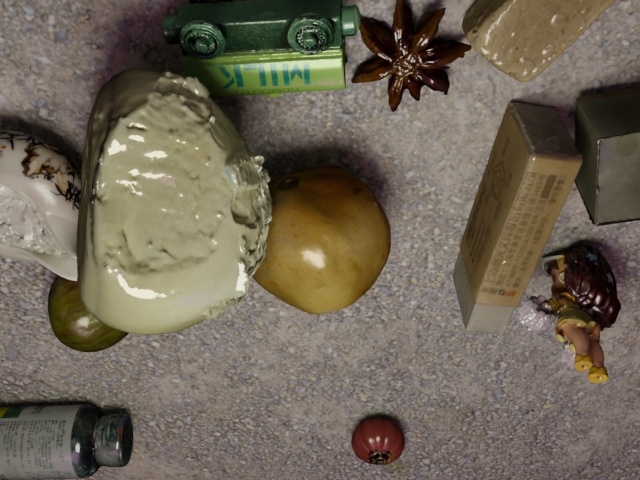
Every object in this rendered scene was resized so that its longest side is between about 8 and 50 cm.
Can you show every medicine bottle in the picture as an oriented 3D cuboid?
[{"bbox_3d":[-0.520,0.393,1.474,0.293,0.141,0.141,-1,129,2],"label":"medicine bottle"}]

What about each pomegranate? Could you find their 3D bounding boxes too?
[{"bbox_3d":[-0.004,-0.005,1.109,0.233,0.233,0.233,0,129,0],"label":"pomegranate"}]

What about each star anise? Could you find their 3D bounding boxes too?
[{"bbox_3d":[0.115,-0.245,1.013,0.168,0.057,0.168,-1,129,-1],"label":"star anise"}]

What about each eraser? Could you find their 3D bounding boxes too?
[{"bbox_3d":[0.282,-0.024,1.137,0.078,0.144,0.343,6,130,-6],"label":"eraser"}]

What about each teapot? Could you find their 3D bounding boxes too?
[{"bbox_3d":[-0.462,-0.062,1.101,0.299,0.166,0.208,25,138,-25],"label":"teapot"}]

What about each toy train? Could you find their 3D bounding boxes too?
[{"bbox_3d":[-0.071,-0.250,0.990,0.253,0.105,0.157,-3,142,5],"label":"toy train"}]

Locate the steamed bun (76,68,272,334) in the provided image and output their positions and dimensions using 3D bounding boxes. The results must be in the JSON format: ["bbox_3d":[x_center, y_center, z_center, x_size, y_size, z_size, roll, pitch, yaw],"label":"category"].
[{"bbox_3d":[-0.197,-0.048,1.005,0.233,0.312,0.334,6,97,-20],"label":"steamed bun"}]

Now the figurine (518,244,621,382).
[{"bbox_3d":[0.405,0.112,1.188,0.115,0.240,0.174,-22,127,41],"label":"figurine"}]

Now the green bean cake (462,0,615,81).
[{"bbox_3d":[0.277,-0.297,0.953,0.109,0.085,0.179,32,121,-24],"label":"green bean cake"}]

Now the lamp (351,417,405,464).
[{"bbox_3d":[0.115,0.402,1.511,0.107,0.092,0.107,-1,129,-1],"label":"lamp"}]

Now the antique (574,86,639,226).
[{"bbox_3d":[0.437,-0.123,1.052,0.146,0.148,0.152,-9,128,6],"label":"antique"}]

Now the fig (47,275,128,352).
[{"bbox_3d":[-0.319,0.091,1.257,0.259,0.151,0.151,-16,132,-19],"label":"fig"}]
